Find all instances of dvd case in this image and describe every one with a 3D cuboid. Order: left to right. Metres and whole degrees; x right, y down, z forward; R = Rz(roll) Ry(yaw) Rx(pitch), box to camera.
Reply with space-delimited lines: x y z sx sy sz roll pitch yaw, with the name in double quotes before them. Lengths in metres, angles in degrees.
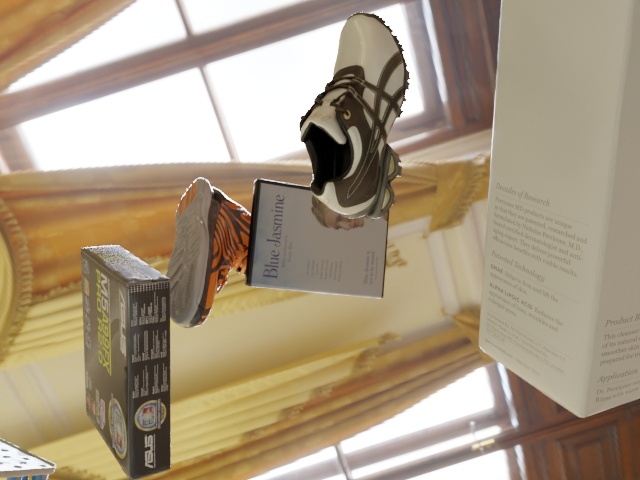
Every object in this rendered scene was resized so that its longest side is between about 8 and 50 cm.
"dvd case" 0.000 0.000 1.130 0.022 0.253 0.180 171 105 -68

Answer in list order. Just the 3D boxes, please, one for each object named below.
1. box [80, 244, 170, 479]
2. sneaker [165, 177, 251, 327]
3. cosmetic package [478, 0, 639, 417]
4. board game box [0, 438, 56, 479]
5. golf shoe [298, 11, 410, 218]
"box" -0.276 0.159 0.919 0.216 0.060 0.270 21 112 54
"sneaker" -0.153 0.032 1.112 0.180 0.124 0.321 29 -144 -27
"cosmetic package" 0.285 -0.058 0.610 0.156 0.217 0.385 -148 54 -60
"board game box" -0.683 0.328 0.999 0.390 0.390 0.050 21 -103 -54
"golf shoe" 0.028 -0.120 0.591 0.094 0.077 0.198 9 -104 -49
